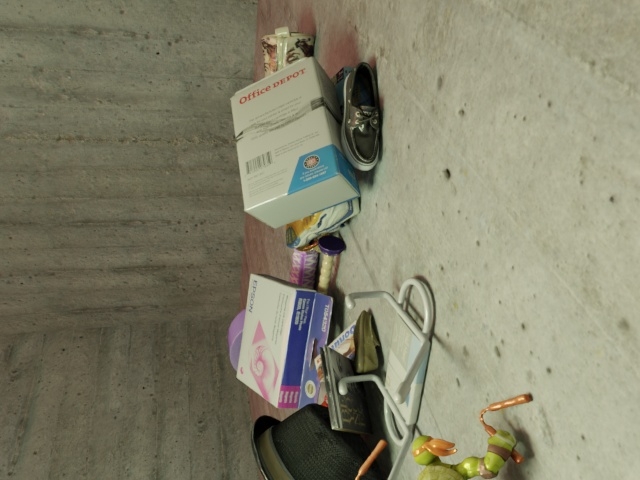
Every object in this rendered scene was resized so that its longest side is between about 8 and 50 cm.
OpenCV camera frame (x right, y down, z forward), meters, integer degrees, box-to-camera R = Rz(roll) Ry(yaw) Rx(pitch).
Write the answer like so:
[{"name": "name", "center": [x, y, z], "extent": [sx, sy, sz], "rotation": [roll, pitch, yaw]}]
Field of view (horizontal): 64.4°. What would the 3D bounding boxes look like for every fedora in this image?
[{"name": "fedora", "center": [0.014, 0.463, 1.058], "extent": [0.152, 0.334, 0.334], "rotation": [-46, 24, 4]}]

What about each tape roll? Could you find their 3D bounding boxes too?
[{"name": "tape roll", "center": [-0.162, 0.330, 1.659], "extent": [0.090, 0.275, 0.275], "rotation": [-117, 29, -56]}]

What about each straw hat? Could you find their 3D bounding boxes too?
[{"name": "straw hat", "center": [0.000, 0.000, 1.414], "extent": [0.061, 0.144, 0.144], "rotation": [48, -177, -26]}]

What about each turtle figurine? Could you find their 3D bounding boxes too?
[{"name": "turtle figurine", "center": [0.178, 0.323, 0.621], "extent": [0.217, 0.269, 0.087], "rotation": [60, -161, 19]}]

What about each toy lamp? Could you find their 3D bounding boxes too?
[{"name": "toy lamp", "center": [0.009, 0.115, 1.379], "extent": [0.080, 0.080, 0.275], "rotation": [-111, 27, -52]}]

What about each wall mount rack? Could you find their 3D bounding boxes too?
[{"name": "wall mount rack", "center": [0.119, 0.251, 0.877], "extent": [0.304, 0.130, 0.350], "rotation": [-123, 34, -63]}]

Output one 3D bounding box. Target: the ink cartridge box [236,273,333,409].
[{"name": "ink cartridge box", "center": [-0.112, 0.277, 1.403], "extent": [0.330, 0.071, 0.324], "rotation": [11, 93, 53]}]

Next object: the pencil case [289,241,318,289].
[{"name": "pencil case", "center": [-0.056, 0.096, 1.590], "extent": [0.088, 0.086, 0.206], "rotation": [-54, -25, -54]}]

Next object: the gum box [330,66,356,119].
[{"name": "gum box", "center": [0.051, -0.305, 1.232], "extent": [0.157, 0.041, 0.184], "rotation": [-173, 82, -75]}]

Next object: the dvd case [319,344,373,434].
[{"name": "dvd case", "center": [0.059, 0.327, 1.095], "extent": [0.221, 0.018, 0.164], "rotation": [43, -148, -57]}]

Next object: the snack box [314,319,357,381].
[{"name": "snack box", "center": [0.047, 0.268, 1.220], "extent": [0.178, 0.022, 0.064], "rotation": [-49, 38, 31]}]

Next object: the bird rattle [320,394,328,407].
[{"name": "bird rattle", "center": [0.026, 0.447, 1.277], "extent": [0.207, 0.143, 0.253], "rotation": [-84, 1, -72]}]

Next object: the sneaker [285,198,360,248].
[{"name": "sneaker", "center": [-0.002, -0.045, 1.278], "extent": [0.296, 0.131, 0.112], "rotation": [153, 115, -66]}]

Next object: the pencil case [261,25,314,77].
[{"name": "pencil case", "center": [-0.109, -0.441, 1.583], "extent": [0.183, 0.160, 0.410], "rotation": [-84, -2, -70]}]

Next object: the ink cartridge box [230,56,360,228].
[{"name": "ink cartridge box", "center": [-0.061, -0.214, 1.126], "extent": [0.129, 0.223, 0.307], "rotation": [34, -139, -58]}]

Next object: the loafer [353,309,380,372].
[{"name": "loafer", "center": [0.101, 0.221, 1.104], "extent": [0.056, 0.050, 0.148], "rotation": [114, 166, -52]}]

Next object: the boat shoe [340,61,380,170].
[{"name": "boat shoe", "center": [0.090, -0.261, 1.045], "extent": [0.076, 0.080, 0.228], "rotation": [128, 146, -69]}]
